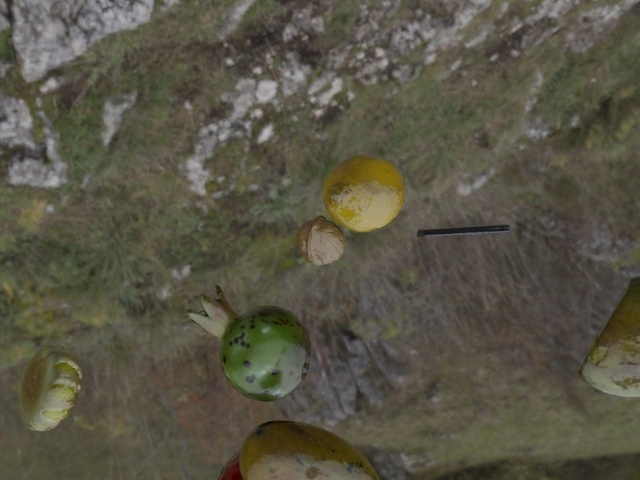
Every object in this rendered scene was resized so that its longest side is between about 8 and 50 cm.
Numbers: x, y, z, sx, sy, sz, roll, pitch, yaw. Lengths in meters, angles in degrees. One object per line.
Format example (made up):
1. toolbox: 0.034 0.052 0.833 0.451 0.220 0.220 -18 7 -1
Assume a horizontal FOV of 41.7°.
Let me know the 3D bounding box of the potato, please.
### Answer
1. potato: 0.520 0.140 1.297 0.298 0.176 0.141 -22 141 -23

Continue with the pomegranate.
1. pomegranate: -0.149 0.232 1.911 0.231 0.286 0.231 -36 148 -27

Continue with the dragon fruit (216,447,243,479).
1. dragon fruit: -0.147 0.625 2.108 0.252 0.241 0.241 -57 147 -6

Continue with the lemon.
1. lemon: 0.105 -0.116 2.041 0.257 0.188 0.188 -12 150 -48

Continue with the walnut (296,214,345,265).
1. walnut: 0.000 0.000 1.761 0.105 0.105 0.124 -23 151 -1

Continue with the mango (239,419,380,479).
1. mango: -0.011 0.482 1.723 0.329 0.175 0.176 21 134 -11

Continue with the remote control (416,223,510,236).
1. remote control: 0.375 -0.024 2.199 0.245 0.025 0.063 -3 -177 -14

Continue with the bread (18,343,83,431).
1. bread: -0.605 0.334 1.895 0.105 0.213 0.213 23 127 -34
